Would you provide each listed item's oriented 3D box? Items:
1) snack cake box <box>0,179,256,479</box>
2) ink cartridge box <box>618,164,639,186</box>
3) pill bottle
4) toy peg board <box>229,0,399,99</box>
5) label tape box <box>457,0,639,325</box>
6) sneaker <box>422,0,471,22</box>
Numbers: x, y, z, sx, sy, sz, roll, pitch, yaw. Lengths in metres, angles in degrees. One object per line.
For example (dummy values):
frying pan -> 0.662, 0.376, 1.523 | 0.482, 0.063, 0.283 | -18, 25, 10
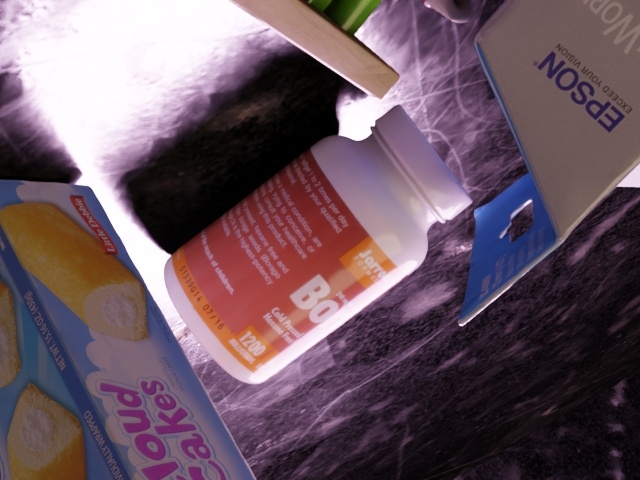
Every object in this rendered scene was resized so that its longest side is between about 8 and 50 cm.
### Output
snack cake box -> -0.151, 0.111, 0.649 | 0.152, 0.264, 0.089 | -46, 154, 27
ink cartridge box -> 0.369, -0.141, 1.126 | 0.223, 0.045, 0.224 | -4, 142, -50
pill bottle -> 0.000, 0.000, 0.816 | 0.216, 0.121, 0.121 | -37, 157, 8
toy peg board -> -0.034, -0.151, 0.433 | 0.079, 0.160, 0.161 | -49, 154, 11
label tape box -> 0.172, -0.137, 0.631 | 0.347, 0.115, 0.249 | -46, -178, 18
sneaker -> 0.109, -0.206, 0.600 | 0.070, 0.084, 0.185 | -11, 148, -43
